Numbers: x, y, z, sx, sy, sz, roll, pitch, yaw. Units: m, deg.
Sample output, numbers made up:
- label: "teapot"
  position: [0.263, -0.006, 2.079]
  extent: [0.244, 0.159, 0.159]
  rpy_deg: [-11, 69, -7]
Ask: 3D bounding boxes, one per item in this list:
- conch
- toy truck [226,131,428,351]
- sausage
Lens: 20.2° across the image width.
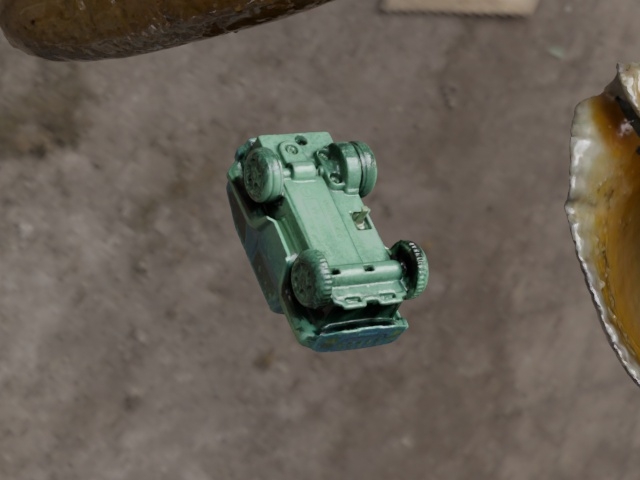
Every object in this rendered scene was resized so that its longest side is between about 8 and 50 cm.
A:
- label: "conch"
  position: [0.324, 0.022, 1.315]
  extent: [0.297, 0.352, 0.210]
  rpy_deg: [-58, 172, -17]
- label: "toy truck"
  position: [0.000, 0.000, 2.063]
  extent: [0.155, 0.279, 0.156]
  rpy_deg: [-6, 146, -30]
- label: "sausage"
  position: [-0.116, -0.280, 1.913]
  extent: [0.136, 0.501, 0.123]
  rpy_deg: [-79, 152, -51]
